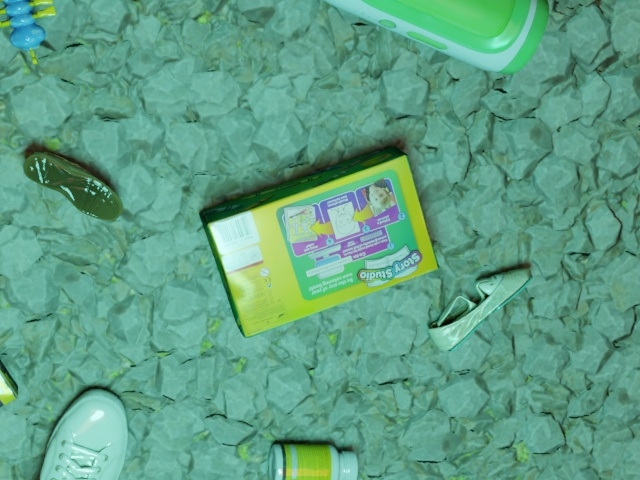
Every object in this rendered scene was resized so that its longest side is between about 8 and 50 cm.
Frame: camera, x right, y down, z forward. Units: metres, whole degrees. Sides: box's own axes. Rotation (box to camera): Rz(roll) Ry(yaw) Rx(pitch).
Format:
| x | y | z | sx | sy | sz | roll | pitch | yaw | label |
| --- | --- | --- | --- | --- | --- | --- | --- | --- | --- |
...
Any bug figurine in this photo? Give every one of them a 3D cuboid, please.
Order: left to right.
| x | y | z | sx | sy | sz | roll | pitch | yaw | label |
| --- | --- | --- | --- | --- | --- | --- | --- | --- | --- |
| -0.460 | -0.295 | 1.480 | 0.279 | 0.072 | 0.216 | -12 | 100 | -4 | bug figurine |

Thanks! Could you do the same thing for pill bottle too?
| x | y | z | sx | sy | sz | roll | pitch | yaw | label |
| --- | --- | --- | --- | --- | --- | --- | --- | --- | --- |
| -0.010 | 0.314 | 1.731 | 0.116 | 0.065 | 0.065 | 2 | 103 | -13 | pill bottle |

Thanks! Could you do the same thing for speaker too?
| x | y | z | sx | sy | sz | roll | pitch | yaw | label |
| --- | --- | --- | --- | --- | --- | --- | --- | --- | --- |
| 0.133 | -0.314 | 1.576 | 0.297 | 0.131 | 0.131 | 20 | 99 | -16 | speaker |

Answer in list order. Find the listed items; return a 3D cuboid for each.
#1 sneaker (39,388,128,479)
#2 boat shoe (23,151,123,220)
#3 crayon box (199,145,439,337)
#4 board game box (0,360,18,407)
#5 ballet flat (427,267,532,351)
| x | y | z | sx | sy | sz | roll | pitch | yaw | label |
| --- | --- | --- | --- | --- | --- | --- | --- | --- | --- |
| -0.326 | 0.342 | 1.641 | 0.106 | 0.123 | 0.290 | 21 | 97 | -14 | sneaker |
| -0.308 | -0.074 | 1.580 | 0.135 | 0.045 | 0.050 | 34 | 105 | -15 | boat shoe |
| 0.000 | 0.000 | 1.647 | 0.279 | 0.081 | 0.165 | -19 | 107 | -7 | crayon box |
| -0.491 | 0.162 | 1.599 | 0.141 | 0.048 | 0.170 | -30 | 107 | -6 | board game box |
| 0.219 | 0.085 | 1.731 | 0.168 | 0.057 | 0.052 | -43 | 98 | 0 | ballet flat |
